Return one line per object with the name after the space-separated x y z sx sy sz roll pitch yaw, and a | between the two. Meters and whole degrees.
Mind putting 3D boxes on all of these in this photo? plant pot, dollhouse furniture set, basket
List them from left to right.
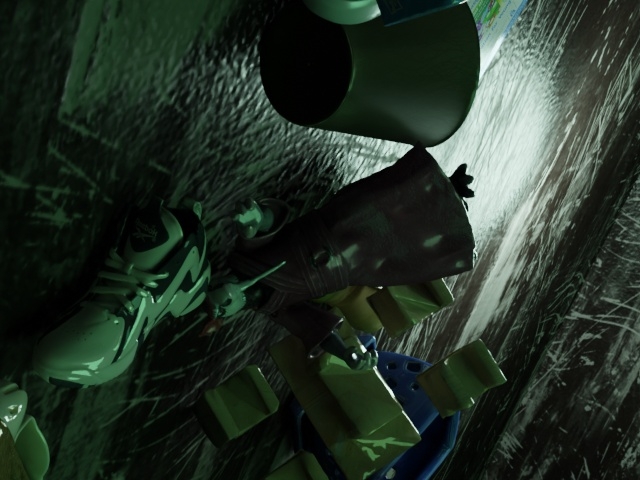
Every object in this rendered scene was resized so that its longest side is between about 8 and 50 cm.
0.054 -0.195 1.072 0.226 0.154 0.205 -14 108 -49 | basket
0.083 0.314 1.618 0.236 0.212 0.236 -44 151 -28 | plant pot
0.070 0.296 1.352 0.362 0.394 0.256 -30 172 -20 | dollhouse furniture set

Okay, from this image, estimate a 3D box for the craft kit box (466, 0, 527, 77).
0.192 -0.312 1.297 0.250 0.061 0.246 -59 157 2 | craft kit box

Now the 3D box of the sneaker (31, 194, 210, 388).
-0.190 0.033 0.957 0.235 0.094 0.153 -31 142 -44 | sneaker

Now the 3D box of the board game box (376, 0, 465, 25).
0.130 -0.386 0.865 0.308 0.086 0.302 -32 108 -38 | board game box

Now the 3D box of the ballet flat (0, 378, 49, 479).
-0.319 0.210 0.928 0.342 0.116 0.124 86 23 -52 | ballet flat

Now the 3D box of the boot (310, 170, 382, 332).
0.087 0.022 1.453 0.236 0.089 0.269 -46 154 6 | boot

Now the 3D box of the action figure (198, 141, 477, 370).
0.000 0.000 1.167 0.370 0.276 0.248 -21 114 -2 | action figure

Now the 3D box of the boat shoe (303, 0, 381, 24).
0.084 -0.358 0.965 0.335 0.121 0.119 -57 175 -27 | boat shoe
